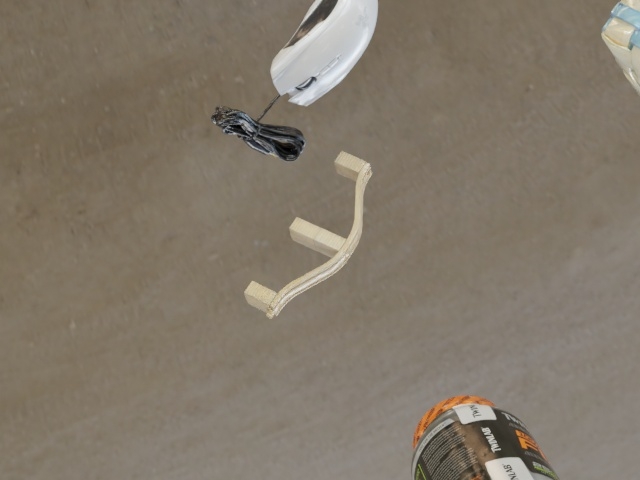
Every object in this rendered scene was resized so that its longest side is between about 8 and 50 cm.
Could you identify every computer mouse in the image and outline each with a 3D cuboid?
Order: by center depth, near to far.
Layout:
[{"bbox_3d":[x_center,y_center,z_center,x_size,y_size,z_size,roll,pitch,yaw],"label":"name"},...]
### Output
[{"bbox_3d":[-0.009,-0.161,1.236,0.106,0.042,0.193,31,100,-41],"label":"computer mouse"}]

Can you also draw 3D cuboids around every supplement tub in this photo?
[{"bbox_3d":[0.145,0.218,1.130,0.117,0.190,0.117,-4,114,-10],"label":"supplement tub"}]

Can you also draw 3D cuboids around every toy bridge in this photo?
[{"bbox_3d":[0.000,0.000,1.273,0.188,0.063,0.026,-57,157,-22],"label":"toy bridge"}]

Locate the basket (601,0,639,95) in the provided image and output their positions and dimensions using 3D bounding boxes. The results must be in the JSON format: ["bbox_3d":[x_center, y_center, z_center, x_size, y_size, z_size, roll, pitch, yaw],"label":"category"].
[{"bbox_3d":[0.393,-0.200,1.070,0.289,0.255,0.201,-46,142,9],"label":"basket"}]
